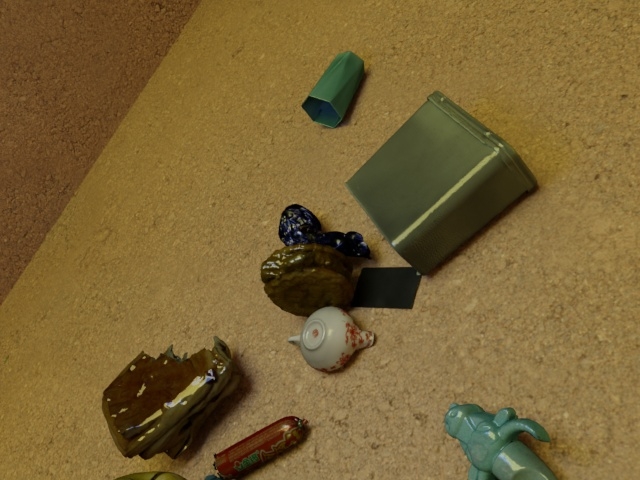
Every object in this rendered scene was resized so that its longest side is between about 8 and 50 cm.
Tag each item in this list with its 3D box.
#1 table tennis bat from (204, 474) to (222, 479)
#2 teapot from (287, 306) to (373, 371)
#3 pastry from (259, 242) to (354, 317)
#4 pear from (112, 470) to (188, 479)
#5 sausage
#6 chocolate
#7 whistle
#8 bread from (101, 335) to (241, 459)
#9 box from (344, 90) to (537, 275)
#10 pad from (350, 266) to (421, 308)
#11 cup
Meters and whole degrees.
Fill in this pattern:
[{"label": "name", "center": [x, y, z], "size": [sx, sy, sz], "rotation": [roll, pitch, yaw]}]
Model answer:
[{"label": "table tennis bat", "center": [-0.216, 0.624, 1.443], "size": [0.044, 0.215, 0.329], "rotation": [-12, 12, -19]}, {"label": "teapot", "center": [0.008, 0.242, 1.583], "size": [0.246, 0.116, 0.159], "rotation": [-5, 80, 47]}, {"label": "pastry", "center": [-0.035, 0.092, 1.631], "size": [0.240, 0.235, 0.132], "rotation": [-31, 38, 37]}, {"label": "pear", "center": [-0.380, 0.703, 1.355], "size": [0.363, 0.363, 0.418], "rotation": [3, 94, 44]}, {"label": "sausage", "center": [-0.136, 0.486, 1.532], "size": [0.264, 0.083, 0.083], "rotation": [-34, 42, 17]}, {"label": "chocolate", "center": [0.004, -0.001, 1.742], "size": [0.343, 0.148, 0.126], "rotation": [27, 87, 52]}, {"label": "whistle", "center": [0.329, 0.386, 1.171], "size": [0.274, 0.093, 0.186], "rotation": [39, 115, 48]}, {"label": "bread", "center": [-0.392, 0.414, 1.749], "size": [0.370, 0.191, 0.314], "rotation": [-40, 33, -8]}, {"label": "box", "center": [0.275, -0.146, 1.575], "size": [0.344, 0.177, 0.352], "rotation": [-42, 40, 9]}, {"label": "pad", "center": [0.162, 0.116, 1.604], "size": [0.193, 0.004, 0.116], "rotation": [-3, 57, 42]}, {"label": "cup", "center": [0.054, -0.500, 2.111], "size": [0.235, 0.134, 0.148], "rotation": [-60, 13, -26]}]
